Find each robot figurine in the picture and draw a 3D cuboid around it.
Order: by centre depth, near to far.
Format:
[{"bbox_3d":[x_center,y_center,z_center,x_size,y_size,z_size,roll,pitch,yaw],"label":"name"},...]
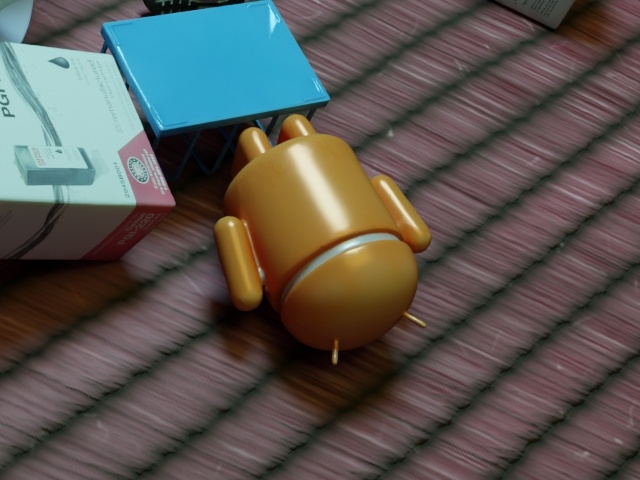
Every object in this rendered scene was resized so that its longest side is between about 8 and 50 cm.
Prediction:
[{"bbox_3d":[-0.002,0.001,1.535,0.158,0.128,0.219,10,44,-54],"label":"robot figurine"}]

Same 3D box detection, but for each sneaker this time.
[{"bbox_3d":[-0.123,-0.234,1.727,0.109,0.040,0.044,-11,44,-36],"label":"sneaker"}]

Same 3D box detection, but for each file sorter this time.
[{"bbox_3d":[-0.104,-0.124,1.598,0.170,0.104,0.118,-13,62,-32],"label":"file sorter"}]

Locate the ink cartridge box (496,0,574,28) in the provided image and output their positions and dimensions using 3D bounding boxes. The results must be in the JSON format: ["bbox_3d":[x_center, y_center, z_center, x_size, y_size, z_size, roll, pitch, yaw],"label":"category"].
[{"bbox_3d":[0.187,-0.333,1.869,0.208,0.153,0.087,25,47,-7],"label":"ink cartridge box"}]

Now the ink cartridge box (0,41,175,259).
[{"bbox_3d":[-0.241,-0.072,1.448,0.218,0.092,0.158,0,59,-49],"label":"ink cartridge box"}]

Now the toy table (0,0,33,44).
[{"bbox_3d":[-0.323,-0.242,1.551,0.252,0.161,0.274,12,51,-16],"label":"toy table"}]
